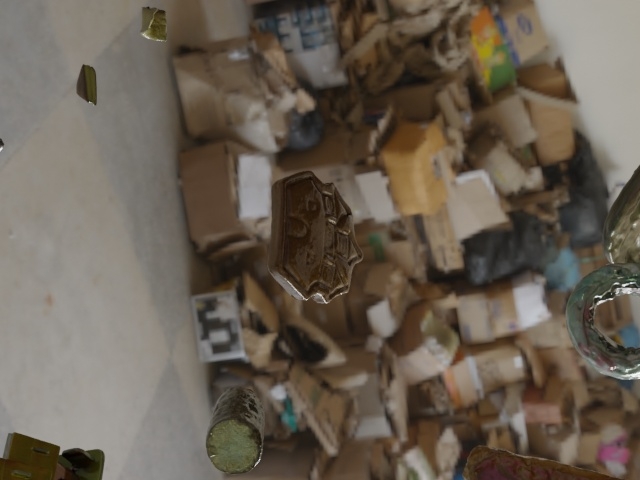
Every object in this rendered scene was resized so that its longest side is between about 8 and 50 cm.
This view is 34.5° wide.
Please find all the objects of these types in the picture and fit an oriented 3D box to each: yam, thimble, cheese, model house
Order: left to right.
[{"bbox_3d":[-0.539,0.486,1.970,0.324,0.340,0.300,55,29,-49],"label":"model house"},{"bbox_3d":[-0.310,-0.399,1.880,0.084,0.041,0.060,-5,97,-83],"label":"cheese"},{"bbox_3d":[-0.155,0.345,1.913,0.194,0.107,0.107,-94,173,-78],"label":"yam"},{"bbox_3d":[0.511,0.128,1.687,0.149,0.211,0.185,40,28,-73],"label":"thimble"}]

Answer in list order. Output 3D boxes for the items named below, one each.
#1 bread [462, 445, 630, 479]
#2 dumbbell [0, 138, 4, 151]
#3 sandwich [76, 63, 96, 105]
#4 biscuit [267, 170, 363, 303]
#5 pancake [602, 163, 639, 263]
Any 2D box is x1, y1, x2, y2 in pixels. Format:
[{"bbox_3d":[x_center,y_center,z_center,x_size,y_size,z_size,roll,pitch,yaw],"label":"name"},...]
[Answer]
[{"bbox_3d":[0.358,0.399,1.426,0.195,0.344,0.149,46,59,-56],"label":"bread"},{"bbox_3d":[-0.622,-0.197,1.928,0.083,0.040,0.036,56,-20,29],"label":"dumbbell"},{"bbox_3d":[-0.457,-0.298,2.013,0.031,0.044,0.083,7,70,-38],"label":"sandwich"},{"bbox_3d":[0.002,0.000,1.454,0.215,0.034,0.182,20,70,-54],"label":"biscuit"},{"bbox_3d":[0.637,-0.065,1.959,0.049,0.294,0.294,38,-20,39],"label":"pancake"}]
